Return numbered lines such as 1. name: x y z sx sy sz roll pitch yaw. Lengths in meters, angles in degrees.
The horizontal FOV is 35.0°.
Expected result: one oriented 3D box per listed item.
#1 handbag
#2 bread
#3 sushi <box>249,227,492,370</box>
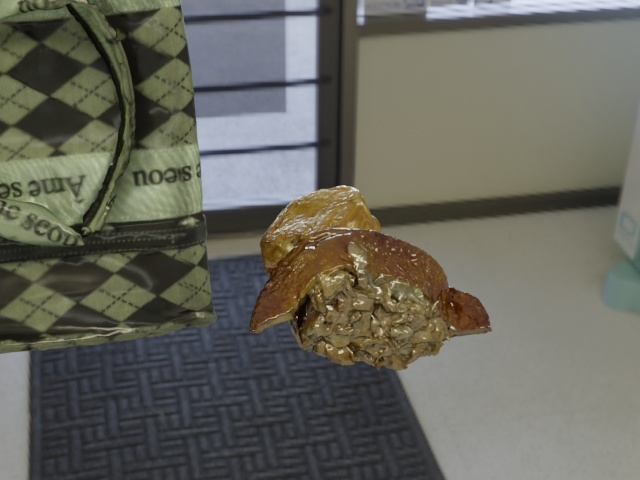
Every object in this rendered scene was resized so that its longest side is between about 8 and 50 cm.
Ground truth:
1. handbag: -0.259 -0.112 0.779 0.317 0.416 0.180 -12 16 -22
2. bread: 0.000 0.000 0.654 0.081 0.046 0.083 -23 33 -3
3. sushi: 0.022 0.031 0.472 0.120 0.052 0.055 21 39 -39
